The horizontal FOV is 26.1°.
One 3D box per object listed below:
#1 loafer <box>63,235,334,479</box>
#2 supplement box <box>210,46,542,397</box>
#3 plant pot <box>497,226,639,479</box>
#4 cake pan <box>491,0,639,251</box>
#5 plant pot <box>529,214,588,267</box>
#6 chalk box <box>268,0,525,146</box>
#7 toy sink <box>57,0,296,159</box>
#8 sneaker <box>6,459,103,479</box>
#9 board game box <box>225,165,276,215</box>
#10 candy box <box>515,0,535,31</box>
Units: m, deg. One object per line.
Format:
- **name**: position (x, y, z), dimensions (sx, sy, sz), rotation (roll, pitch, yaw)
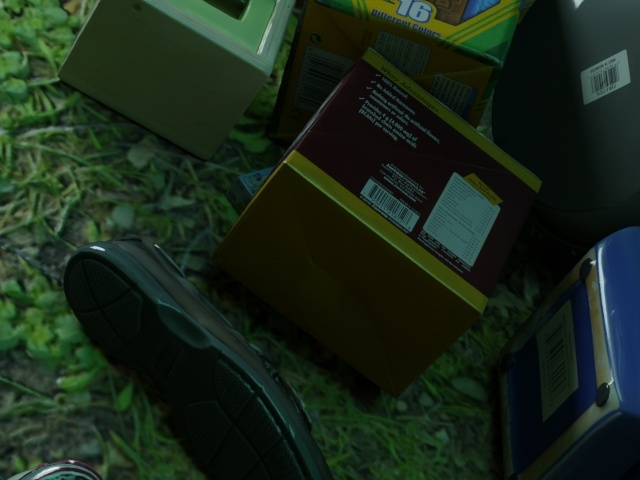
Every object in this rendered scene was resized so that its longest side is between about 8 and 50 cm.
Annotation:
- **loafer**: position (-0.074, 0.094, 1.018), dimensions (0.267, 0.096, 0.084), rotation (47, 35, 10)
- **supplement box**: position (0.050, -0.018, 1.135), dimensions (0.191, 0.129, 0.194), rotation (37, 41, -4)
- **plant pot**: position (0.279, 0.139, 1.141), dimensions (0.212, 0.236, 0.236), rotation (18, 46, -15)
- **cake pan**: position (0.261, -0.136, 1.199), dimensions (0.054, 0.293, 0.293), rotation (21, 43, -38)
- **plant pot**: position (0.306, -0.073, 1.345), dimensions (0.195, 0.290, 0.290), rotation (-32, 73, -10)
- **chalk box**: position (0.092, -0.212, 1.303), dimensions (0.179, 0.180, 0.289), rotation (22, 47, 3)
- **toy sink**: position (-0.110, -0.216, 1.230), dimensions (0.152, 0.131, 0.234), rotation (30, 41, -13)
- **sneaker**: position (-0.182, 0.245, 0.785), dimensions (0.120, 0.112, 0.299), rotation (31, 41, -11)
- **board game box**: position (0.000, 0.000, 1.202), dimensions (0.103, 0.026, 0.154), rotation (-20, 68, -45)
- **candy box**: position (0.098, -0.353, 1.541), dimensions (0.183, 0.087, 0.316), rotation (-24, 70, -46)
